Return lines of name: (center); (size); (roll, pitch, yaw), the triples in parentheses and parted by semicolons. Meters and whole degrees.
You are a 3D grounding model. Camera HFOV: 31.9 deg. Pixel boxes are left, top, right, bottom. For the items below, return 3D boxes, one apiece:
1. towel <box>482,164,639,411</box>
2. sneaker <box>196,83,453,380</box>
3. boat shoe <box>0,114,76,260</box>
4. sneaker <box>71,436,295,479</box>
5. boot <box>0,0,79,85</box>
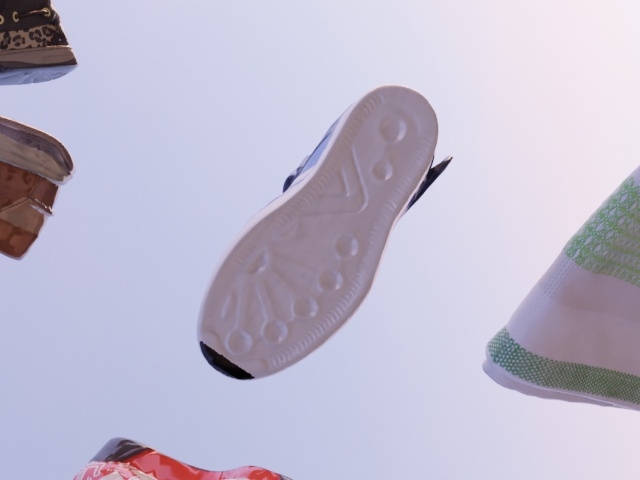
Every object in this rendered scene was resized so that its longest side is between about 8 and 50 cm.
towel: (0.129, -0.004, 0.327); (0.113, 0.152, 0.023); (14, -147, -40)
sneaker: (0.000, -0.001, 1.108); (0.323, 0.130, 0.236); (-55, 0, -7)
boat shoe: (-0.359, -0.070, 0.865); (0.123, 0.324, 0.116); (145, 143, -86)
sneaker: (-0.102, 0.228, 0.783); (0.145, 0.270, 0.090); (-51, -53, -33)
boot: (-0.364, -0.248, 1.119); (0.236, 0.085, 0.179); (-7, -96, -43)
